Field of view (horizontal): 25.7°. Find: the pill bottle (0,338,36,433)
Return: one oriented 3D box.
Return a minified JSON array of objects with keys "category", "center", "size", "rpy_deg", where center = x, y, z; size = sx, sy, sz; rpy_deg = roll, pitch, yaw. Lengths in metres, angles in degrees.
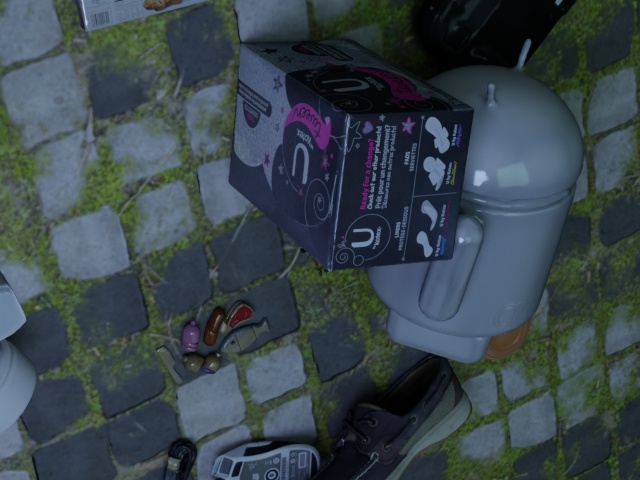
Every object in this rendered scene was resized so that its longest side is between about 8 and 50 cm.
[{"category":"pill bottle","center":[-0.379,0.090,1.315],"size":[0.131,0.131,0.229],"rpy_deg":[-45,127,-4]}]

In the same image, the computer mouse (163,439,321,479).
[{"category":"computer mouse","center":[-0.094,0.271,1.629],"size":[0.193,0.042,0.106],"rpy_deg":[-4,110,-22]}]

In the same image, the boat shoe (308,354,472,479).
[{"category":"boat shoe","center":[0.066,0.231,1.651],"size":[0.285,0.103,0.092],"rpy_deg":[-33,109,-33]}]

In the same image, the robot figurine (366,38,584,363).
[{"category":"robot figurine","center":[0.164,-0.039,1.505],"size":[0.200,0.300,0.353],"rpy_deg":[14,125,5]}]

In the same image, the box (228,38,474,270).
[{"category":"box","center":[0.020,-0.093,1.386],"size":[0.142,0.247,0.163],"rpy_deg":[-6,115,-27]}]

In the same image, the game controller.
[{"category":"game controller","center":[0.238,-0.314,1.534],"size":[0.319,0.067,0.166],"rpy_deg":[-53,142,2]}]

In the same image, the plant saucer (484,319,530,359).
[{"category":"plant saucer","center":[0.229,0.113,1.756],"size":[0.083,0.013,0.083],"rpy_deg":[-14,119,-25]}]

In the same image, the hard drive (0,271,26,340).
[{"category":"hard drive","center":[-0.400,0.031,1.133],"size":[0.233,0.353,0.047],"rpy_deg":[-28,124,-16]}]

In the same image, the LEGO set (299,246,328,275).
[{"category":"LEGO set","center":[-0.002,0.002,1.565],"size":[0.054,0.023,0.083],"rpy_deg":[-15,133,-21]}]

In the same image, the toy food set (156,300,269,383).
[{"category":"toy food set","center":[-0.116,0.109,1.548],"size":[0.122,0.019,0.078],"rpy_deg":[-35,126,-12]}]

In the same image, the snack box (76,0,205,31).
[{"category":"snack box","center":[-0.150,-0.254,1.349],"size":[0.178,0.022,0.064],"rpy_deg":[-19,120,-22]}]
